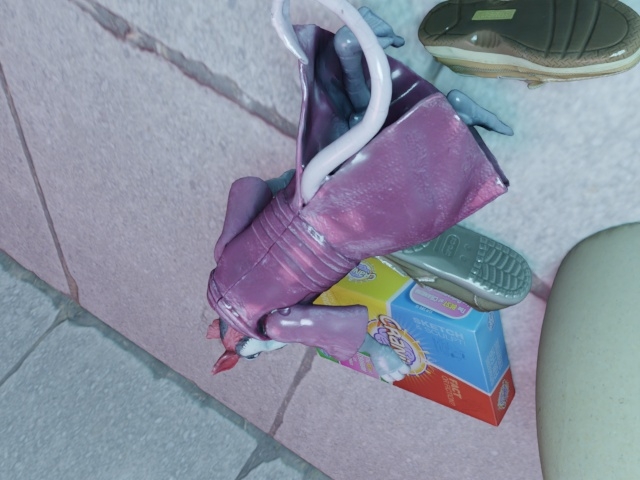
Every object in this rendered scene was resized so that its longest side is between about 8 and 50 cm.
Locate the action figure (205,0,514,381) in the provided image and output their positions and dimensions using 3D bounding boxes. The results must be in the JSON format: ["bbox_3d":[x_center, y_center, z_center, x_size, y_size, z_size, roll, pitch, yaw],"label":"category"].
[{"bbox_3d":[0.000,0.000,0.685,0.248,0.370,0.276,46,-164,20],"label":"action figure"}]

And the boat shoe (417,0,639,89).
[{"bbox_3d":[0.168,-0.151,0.587,0.190,0.068,0.072,25,166,46],"label":"boat shoe"}]

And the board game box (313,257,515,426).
[{"bbox_3d":[0.107,0.126,1.070,0.317,0.064,0.242,16,146,34],"label":"board game box"}]

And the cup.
[{"bbox_3d":[0.338,0.178,0.704,0.331,0.237,0.331,28,150,17],"label":"cup"}]

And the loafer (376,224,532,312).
[{"bbox_3d":[0.113,0.014,0.858,0.251,0.094,0.087,32,148,9],"label":"loafer"}]
